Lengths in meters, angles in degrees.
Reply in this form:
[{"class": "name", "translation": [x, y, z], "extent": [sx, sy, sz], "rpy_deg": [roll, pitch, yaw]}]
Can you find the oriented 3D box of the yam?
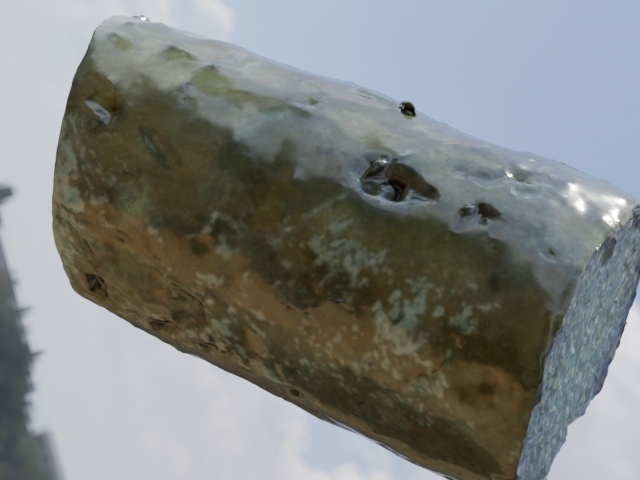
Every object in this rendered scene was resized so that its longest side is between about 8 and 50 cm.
[{"class": "yam", "translation": [0.000, 0.000, 0.593], "extent": [0.194, 0.107, 0.107], "rpy_deg": [23, -35, 20]}]
